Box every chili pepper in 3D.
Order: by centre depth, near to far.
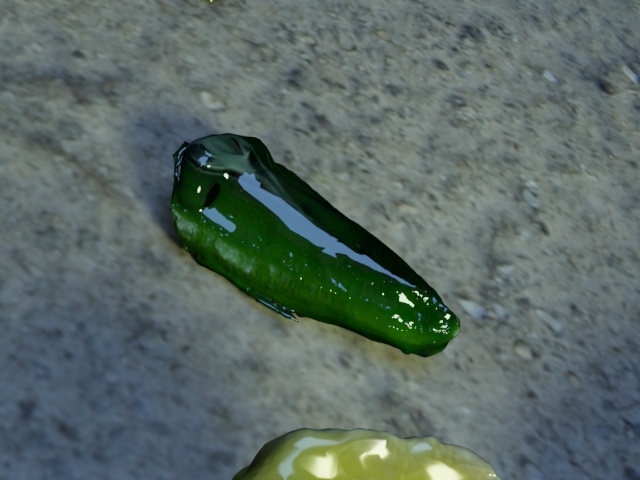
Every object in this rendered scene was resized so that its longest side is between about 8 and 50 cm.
[{"bbox_3d":[-0.002,0.002,0.749,0.216,0.062,0.108,35,43,7],"label":"chili pepper"}]

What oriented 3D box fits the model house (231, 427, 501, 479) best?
[{"bbox_3d":[-0.016,0.195,0.460,0.234,0.193,0.175,-11,53,-37],"label":"model house"}]
